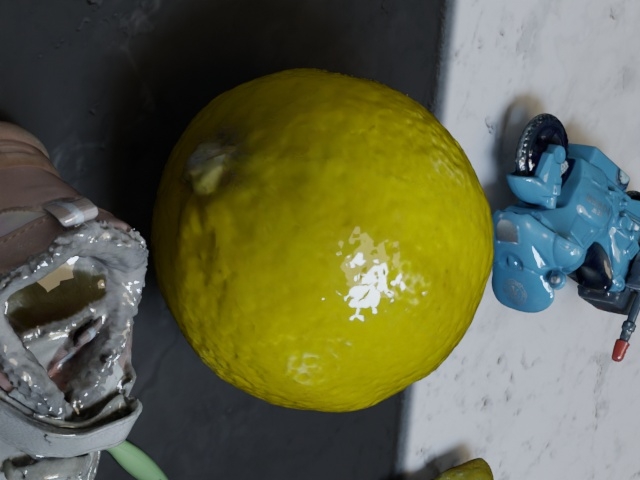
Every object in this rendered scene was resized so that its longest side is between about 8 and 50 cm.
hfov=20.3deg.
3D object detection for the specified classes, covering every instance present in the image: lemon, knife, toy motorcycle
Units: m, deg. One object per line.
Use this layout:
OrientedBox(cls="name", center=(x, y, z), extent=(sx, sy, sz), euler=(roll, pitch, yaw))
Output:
OrientedBox(cls="lemon", center=(0.001, 0.000, 1.411), extent=(0.293, 0.293, 0.293), euler=(-20, 121, -36))
OrientedBox(cls="knife", center=(-0.185, 0.164, 1.494), extent=(0.030, 0.014, 0.207), euler=(-52, 133, -11))
OrientedBox(cls="toy motorcycle", center=(0.250, 0.002, 1.758), extent=(0.272, 0.123, 0.182), euler=(32, 75, -46))

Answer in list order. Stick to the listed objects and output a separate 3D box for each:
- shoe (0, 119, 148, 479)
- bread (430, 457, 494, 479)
OrientedBox(cls="shoe", center=(-0.222, 0.101, 1.294), extent=(0.172, 0.198, 0.351), euler=(-18, 118, -32))
OrientedBox(cls="bread", center=(0.120, 0.339, 1.810), extent=(0.160, 0.088, 0.233), euler=(-25, 125, -37))
